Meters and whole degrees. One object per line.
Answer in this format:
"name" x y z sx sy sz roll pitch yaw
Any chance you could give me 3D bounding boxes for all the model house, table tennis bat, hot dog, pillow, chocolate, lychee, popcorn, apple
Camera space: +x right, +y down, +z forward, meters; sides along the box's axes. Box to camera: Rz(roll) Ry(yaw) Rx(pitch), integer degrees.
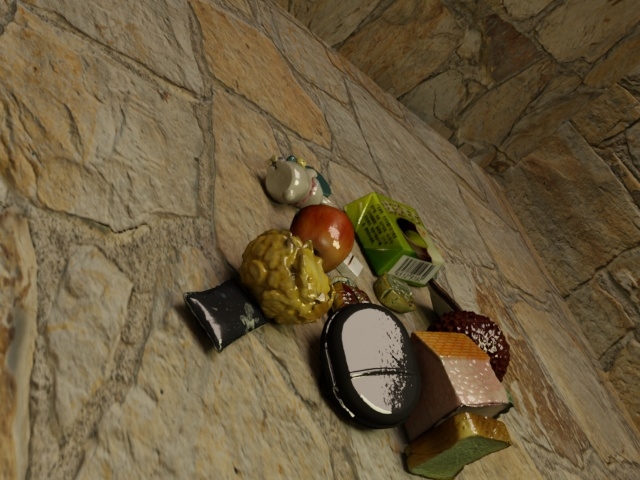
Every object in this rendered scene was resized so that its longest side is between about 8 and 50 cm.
"model house" 0.316 0.360 1.725 0.202 0.237 0.237 2 51 -30
"table tennis bat" -0.036 -0.216 2.253 0.201 0.033 0.124 35 26 -32
"hot dog" 0.101 0.210 1.815 0.163 0.082 0.270 25 33 -44
"pillow" -0.197 0.151 1.437 0.141 0.055 0.208 54 23 8
"chocolate" 0.254 -0.007 2.302 0.301 0.137 0.288 18 39 -49
"lychee" 0.402 0.327 1.918 0.264 0.264 0.300 39 0 -21
"popcorn" -0.076 0.084 1.567 0.250 0.190 0.250 56 -2 4
"apple" 0.000 0.000 1.850 0.199 0.199 0.199 38 27 -23

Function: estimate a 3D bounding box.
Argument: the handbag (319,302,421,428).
"handbag" 0.118 0.291 1.615 0.254 0.093 0.308 3 62 -34

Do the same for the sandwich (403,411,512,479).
"sandwich" 0.321 0.489 1.615 0.186 0.215 0.065 26 35 -39

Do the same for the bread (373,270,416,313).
"bread" 0.236 0.164 2.116 0.156 0.064 0.117 25 35 -39

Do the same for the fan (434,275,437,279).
"fan" 0.383 0.076 2.550 0.113 0.005 0.175 15 41 -51

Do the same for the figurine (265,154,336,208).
"figurine" -0.058 -0.160 2.043 0.235 0.127 0.155 20 28 -55

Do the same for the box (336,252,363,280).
"box" 0.057 0.046 2.022 0.154 0.040 0.084 47 22 -6

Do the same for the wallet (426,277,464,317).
"wallet" 0.458 0.273 2.184 0.335 0.068 0.275 50 -11 28
